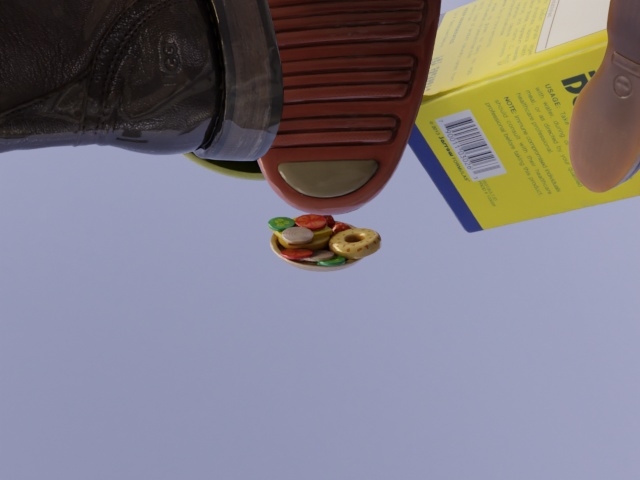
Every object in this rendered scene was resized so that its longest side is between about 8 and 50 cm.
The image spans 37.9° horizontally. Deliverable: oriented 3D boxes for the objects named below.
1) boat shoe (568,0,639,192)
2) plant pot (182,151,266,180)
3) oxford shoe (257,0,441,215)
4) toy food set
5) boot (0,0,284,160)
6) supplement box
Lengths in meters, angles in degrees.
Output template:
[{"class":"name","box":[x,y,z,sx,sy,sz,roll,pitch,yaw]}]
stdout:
[{"class":"boat shoe","box":[0.247,-0.124,0.701,0.073,0.207,0.073,-23,-127,-25]},{"class":"plant pot","box":[-0.068,-0.193,1.077,0.274,0.293,0.275,0,-92,-4]},{"class":"oxford shoe","box":[0.014,-0.164,0.616,0.122,0.130,0.348,2,-112,3]},{"class":"toy food set","box":[0.000,0.000,0.735,0.082,0.020,0.083,-15,-147,-28]},{"class":"boot","box":[-0.151,-0.125,0.404,0.228,0.091,0.263,-6,-122,-29]},{"class":"supplement box","box":[0.288,-0.170,1.003,0.195,0.356,0.194,52,-136,-29]}]
